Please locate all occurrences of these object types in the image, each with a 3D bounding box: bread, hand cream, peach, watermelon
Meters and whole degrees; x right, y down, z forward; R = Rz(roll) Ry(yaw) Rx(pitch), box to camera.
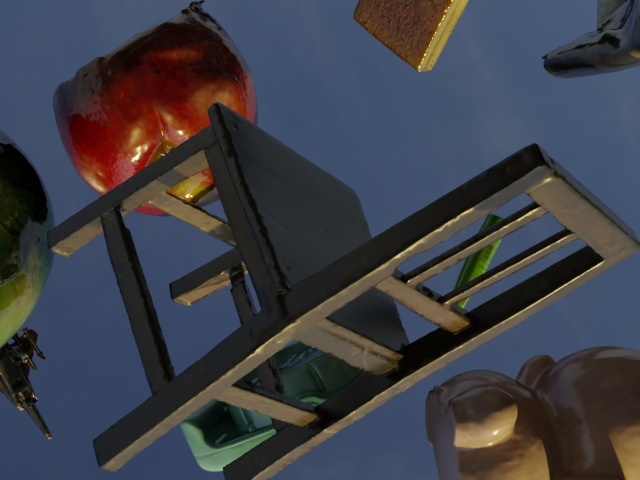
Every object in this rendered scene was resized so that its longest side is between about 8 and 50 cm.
[{"bbox_3d":[0.085,-0.222,0.960,0.094,0.090,0.035,43,-144,22],"label":"bread"},{"bbox_3d":[0.144,0.033,0.967,0.023,0.036,0.122,25,-93,7],"label":"hand cream"},{"bbox_3d":[-0.215,-0.194,1.355,0.281,0.281,0.338,13,-141,-27],"label":"peach"},{"bbox_3d":[-0.486,0.006,1.206,0.363,0.363,0.363,16,-125,-24],"label":"watermelon"}]

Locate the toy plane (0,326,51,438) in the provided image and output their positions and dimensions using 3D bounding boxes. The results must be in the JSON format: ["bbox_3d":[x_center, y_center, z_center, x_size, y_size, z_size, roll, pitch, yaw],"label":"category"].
[{"bbox_3d":[-0.437,0.203,1.447,0.130,0.061,0.189,-34,-96,-26],"label":"toy plane"}]

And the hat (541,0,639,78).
[{"bbox_3d":[0.352,-0.170,0.657,0.366,0.257,0.381,18,-115,-7],"label":"hat"}]

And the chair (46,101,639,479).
[{"bbox_3d":[0.000,0.000,0.834,0.203,0.416,0.240,31,-149,-47],"label":"chair"}]

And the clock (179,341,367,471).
[{"bbox_3d":[-0.027,0.188,1.295,0.094,0.274,0.223,63,-157,-4],"label":"clock"}]

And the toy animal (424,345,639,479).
[{"bbox_3d":[0.168,0.108,0.563,0.212,0.124,0.124,-12,-115,1],"label":"toy animal"}]
